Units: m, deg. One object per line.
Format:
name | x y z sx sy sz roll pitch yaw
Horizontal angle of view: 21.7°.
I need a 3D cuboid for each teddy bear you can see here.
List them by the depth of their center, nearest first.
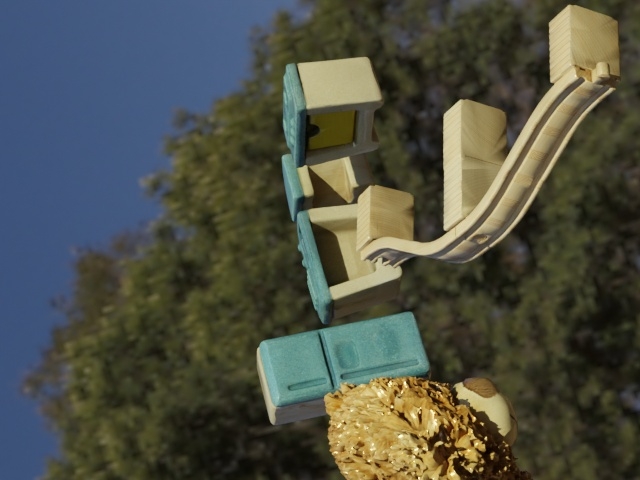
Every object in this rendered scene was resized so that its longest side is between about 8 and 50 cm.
teddy bear | 0.141 0.215 1.169 0.338 0.113 0.245 55 -169 -5

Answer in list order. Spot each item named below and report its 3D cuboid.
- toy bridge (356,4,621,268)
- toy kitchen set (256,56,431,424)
toy bridge | 0.067 -0.028 0.707 0.026 0.188 0.063 15 -119 -22
toy kitchen set | 0.000 0.000 1.217 0.166 0.122 0.207 93 163 -61
